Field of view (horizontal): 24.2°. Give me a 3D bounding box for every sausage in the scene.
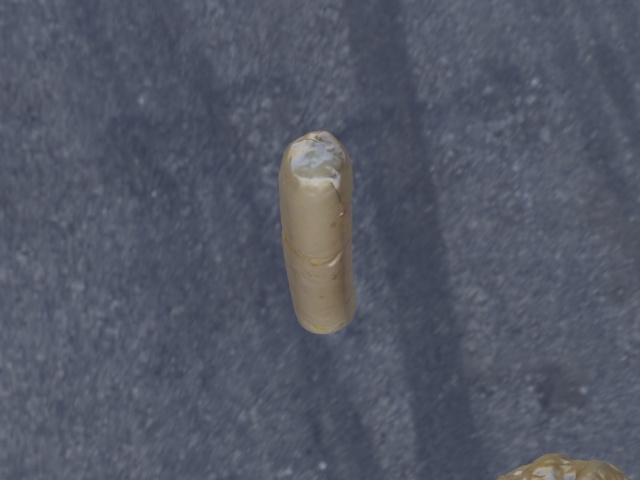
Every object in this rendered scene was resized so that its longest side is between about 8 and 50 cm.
[{"bbox_3d":[0.000,0.002,1.256,0.066,0.301,0.065,-2,64,3],"label":"sausage"}]

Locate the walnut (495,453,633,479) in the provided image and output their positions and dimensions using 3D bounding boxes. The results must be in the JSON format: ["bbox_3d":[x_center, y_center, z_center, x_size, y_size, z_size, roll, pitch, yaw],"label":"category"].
[{"bbox_3d":[0.239,0.333,1.476,0.224,0.257,0.257,18,65,21],"label":"walnut"}]
